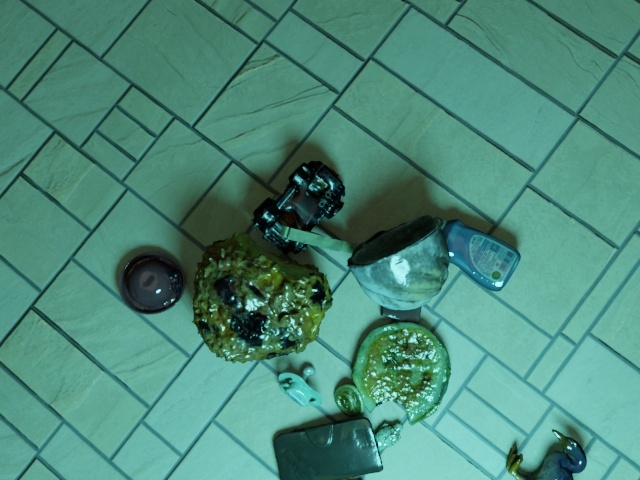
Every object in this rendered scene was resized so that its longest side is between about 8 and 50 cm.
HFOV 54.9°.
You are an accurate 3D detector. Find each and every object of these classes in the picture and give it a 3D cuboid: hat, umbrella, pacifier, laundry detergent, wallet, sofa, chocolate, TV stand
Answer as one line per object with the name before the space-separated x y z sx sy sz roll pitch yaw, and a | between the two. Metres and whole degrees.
hat | -0.521 0.130 1.885 0.206 0.089 0.205 0 81 3
umbrella | 0.179 0.576 1.786 0.143 0.062 0.067 -36 50 -1
pacifier | -0.053 0.423 1.814 0.150 0.127 0.116 38 49 -8
laundry detergent | 0.438 0.026 1.831 0.290 0.094 0.143 32 91 11
wallet | 0.016 0.613 1.772 0.310 0.042 0.165 -16 85 14
sofa | 0.241 0.209 1.841 0.118 0.039 0.060 11 81 6
chocolate | 0.248 0.084 1.758 0.303 0.303 0.213 -25 101 0
TV stand | 0.000 0.000 1.824 0.249 0.042 0.036 14 97 -28

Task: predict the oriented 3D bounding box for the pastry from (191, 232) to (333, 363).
pastry | -0.185 0.183 1.755 0.405 0.292 0.337 25 95 -2

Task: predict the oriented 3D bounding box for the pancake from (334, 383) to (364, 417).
pancake | 0.085 0.471 1.801 0.108 0.017 0.108 11 110 35

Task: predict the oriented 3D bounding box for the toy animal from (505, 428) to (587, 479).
toy animal | 0.606 0.667 1.704 0.185 0.122 0.298 23 85 7

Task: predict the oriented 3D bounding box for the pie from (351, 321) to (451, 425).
pie | 0.237 0.380 1.800 0.303 0.067 0.302 -1 80 7

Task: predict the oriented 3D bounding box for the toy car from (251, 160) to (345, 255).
toy car | -0.056 -0.102 1.870 0.193 0.118 0.301 44 83 -10
